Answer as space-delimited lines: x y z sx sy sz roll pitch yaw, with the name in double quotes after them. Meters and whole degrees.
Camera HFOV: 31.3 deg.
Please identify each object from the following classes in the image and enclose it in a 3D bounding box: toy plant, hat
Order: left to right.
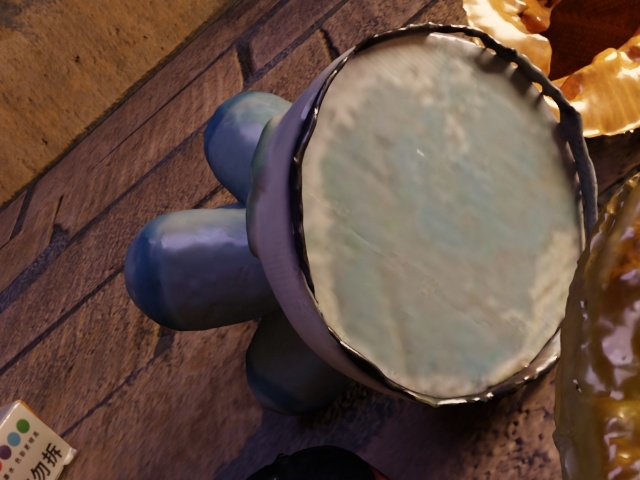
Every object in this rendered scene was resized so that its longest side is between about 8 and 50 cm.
0.000 0.000 0.802 0.247 0.247 0.332 -53 21 -24 "toy plant"
0.177 -0.165 0.903 0.233 0.233 0.244 147 133 -73 "hat"

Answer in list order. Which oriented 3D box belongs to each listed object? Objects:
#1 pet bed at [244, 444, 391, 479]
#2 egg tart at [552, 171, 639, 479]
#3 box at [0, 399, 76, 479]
-0.032 0.207 0.688 0.201 0.053 0.201 -36 23 18 "pet bed"
0.237 0.030 0.394 0.341 0.132 0.341 -35 33 27 "egg tart"
-0.393 0.287 1.135 0.274 0.091 0.221 -23 28 43 "box"
